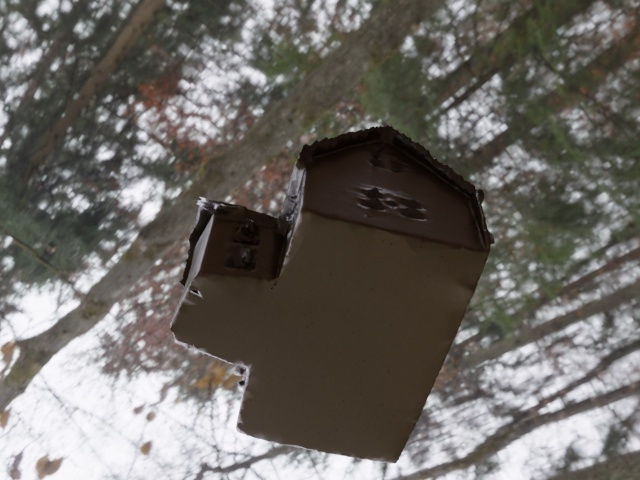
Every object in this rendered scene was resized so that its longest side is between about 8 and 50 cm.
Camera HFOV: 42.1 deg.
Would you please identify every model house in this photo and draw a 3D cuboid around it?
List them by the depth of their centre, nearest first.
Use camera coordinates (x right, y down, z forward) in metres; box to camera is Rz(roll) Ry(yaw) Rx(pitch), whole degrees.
[{"bbox_3d":[0.000,0.000,0.586,0.176,0.181,0.248,15,-154,-5],"label":"model house"}]
